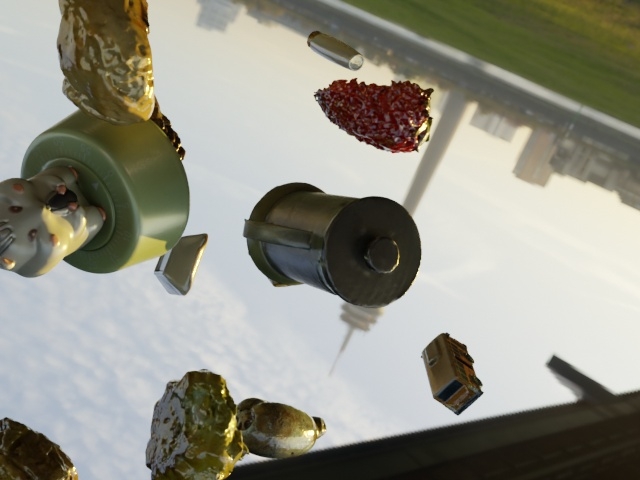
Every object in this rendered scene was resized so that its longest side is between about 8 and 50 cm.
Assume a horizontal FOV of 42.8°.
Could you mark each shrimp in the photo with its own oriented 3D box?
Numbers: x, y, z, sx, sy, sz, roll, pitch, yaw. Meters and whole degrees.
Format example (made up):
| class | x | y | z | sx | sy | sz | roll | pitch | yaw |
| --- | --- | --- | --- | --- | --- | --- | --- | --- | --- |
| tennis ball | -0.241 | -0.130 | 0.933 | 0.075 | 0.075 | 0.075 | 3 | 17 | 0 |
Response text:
| class | x | y | z | sx | sy | sz | roll | pitch | yaw |
| --- | --- | --- | --- | --- | --- | --- | --- | --- | --- |
| shrimp | -0.312 | -0.217 | 1.519 | 0.066 | 0.117 | 0.262 | -18 | -125 | -4 |

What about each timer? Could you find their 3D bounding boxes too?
| class | x | y | z | sx | sy | sz | roll | pitch | yaw |
| --- | --- | --- | --- | --- | --- | --- | --- | --- | --- |
| timer | -0.411 | -0.050 | 1.313 | 0.291 | 0.290 | 0.315 | 28 | -149 | 15 |

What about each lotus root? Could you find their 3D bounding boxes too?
| class | x | y | z | sx | sy | sz | roll | pitch | yaw |
| --- | --- | --- | --- | --- | --- | --- | --- | --- | --- |
| lotus root | -0.100 | 0.493 | 2.099 | 0.158 | 0.140 | 0.322 | 0 | 161 | 41 |

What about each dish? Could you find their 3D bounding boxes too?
| class | x | y | z | sx | sy | sz | roll | pitch | yaw |
| --- | --- | --- | --- | --- | --- | --- | --- | --- | --- |
| dish | -0.329 | 0.046 | 1.901 | 0.064 | 0.154 | 0.234 | 23 | 169 | -21 |

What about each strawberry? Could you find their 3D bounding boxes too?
| class | x | y | z | sx | sy | sz | roll | pitch | yaw |
| --- | --- | --- | --- | --- | --- | --- | --- | --- | --- |
| strawberry | 0.133 | -0.294 | 2.065 | 0.306 | 0.137 | 0.233 | 2 | 151 | 5 |

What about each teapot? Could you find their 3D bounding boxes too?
| class | x | y | z | sx | sy | sz | roll | pitch | yaw |
| --- | --- | --- | --- | --- | --- | --- | --- | --- | --- |
| teapot | 0.000 | 0.000 | 1.406 | 0.270 | 0.200 | 0.337 | 11 | -179 | -28 |

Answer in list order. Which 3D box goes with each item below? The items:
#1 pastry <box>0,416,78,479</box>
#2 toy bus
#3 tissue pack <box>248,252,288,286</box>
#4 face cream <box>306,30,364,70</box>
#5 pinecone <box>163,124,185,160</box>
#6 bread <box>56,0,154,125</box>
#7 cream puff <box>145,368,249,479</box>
| class | x | y | z | sx | sy | sz | roll | pitch | yaw |
| --- | --- | --- | --- | --- | --- | --- | --- | --- | --- |
| pastry | -0.598 | 0.463 | 1.607 | 0.240 | 0.235 | 0.132 | -1 | -143 | 25 |
| toy bus | 0.293 | 0.296 | 1.857 | 0.103 | 0.091 | 0.182 | 35 | -158 | -20 |
| tissue pack | -0.083 | 0.027 | 2.292 | 0.192 | 0.134 | 0.271 | -9 | -161 | -16 |
| face cream | 0.034 | -0.444 | 1.914 | 0.072 | 0.051 | 0.182 | -7 | -148 | -35 |
| pinecone | -0.485 | -0.217 | 2.160 | 0.246 | 0.246 | 0.292 | 19 | 171 | -18 |
| bread | -0.316 | -0.285 | 1.199 | 0.134 | 0.244 | 0.244 | -4 | -159 | -11 |
| cream puff | -0.242 | 0.406 | 1.716 | 0.185 | 0.281 | 0.282 | 25 | -168 | -29 |
